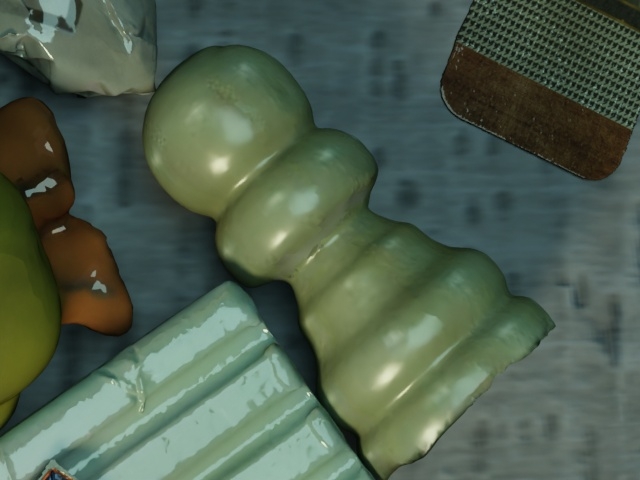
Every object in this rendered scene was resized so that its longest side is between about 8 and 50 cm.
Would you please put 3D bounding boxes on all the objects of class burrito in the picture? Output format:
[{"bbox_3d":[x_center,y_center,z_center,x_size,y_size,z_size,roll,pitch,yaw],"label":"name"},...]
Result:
[{"bbox_3d":[-0.223,-0.314,1.366,0.139,0.101,0.445,-10,82,-26],"label":"burrito"}]

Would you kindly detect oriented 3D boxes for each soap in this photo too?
[{"bbox_3d":[-0.147,0.209,1.285,0.347,0.115,0.208,-35,91,-18],"label":"soap"}]

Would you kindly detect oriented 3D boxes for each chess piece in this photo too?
[{"bbox_3d":[0.000,0.000,1.345,0.182,0.182,0.330,-41,86,-18],"label":"chess piece"}]

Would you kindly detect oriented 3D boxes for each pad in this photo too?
[{"bbox_3d":[0.146,-0.222,1.474,0.323,0.055,0.250,31,73,-26],"label":"pad"}]

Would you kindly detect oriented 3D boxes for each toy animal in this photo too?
[{"bbox_3d":[-0.282,0.048,1.217,0.338,0.191,0.216,-30,100,-31],"label":"toy animal"}]

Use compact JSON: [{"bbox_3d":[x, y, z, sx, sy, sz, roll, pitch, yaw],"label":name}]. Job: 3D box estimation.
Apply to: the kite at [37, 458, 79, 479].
[{"bbox_3d":[-0.154,0.259,1.210,0.321,0.016,0.234,-7,81,-17],"label":"kite"}]
